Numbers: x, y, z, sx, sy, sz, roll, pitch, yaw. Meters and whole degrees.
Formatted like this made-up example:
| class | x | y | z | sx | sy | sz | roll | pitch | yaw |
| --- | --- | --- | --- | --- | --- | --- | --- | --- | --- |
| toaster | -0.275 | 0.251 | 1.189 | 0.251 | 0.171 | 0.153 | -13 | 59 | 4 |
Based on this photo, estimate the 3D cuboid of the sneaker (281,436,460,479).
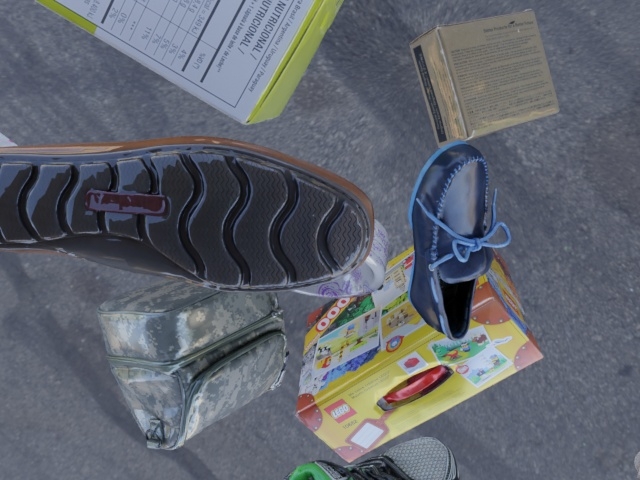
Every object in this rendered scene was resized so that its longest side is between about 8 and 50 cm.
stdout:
| class | x | y | z | sx | sy | sz | roll | pitch | yaw |
| --- | --- | --- | --- | --- | --- | --- | --- | --- | --- |
| sneaker | 0.039 | 0.297 | 0.675 | 0.134 | 0.344 | 0.146 | 19 | 116 | 42 |

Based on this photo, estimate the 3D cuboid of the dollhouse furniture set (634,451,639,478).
| class | x | y | z | sx | sy | sz | roll | pitch | yaw |
| --- | --- | --- | --- | --- | --- | --- | --- | --- | --- |
| dollhouse furniture set | 0.607 | 0.467 | 0.939 | 0.303 | 0.174 | 0.355 | 15 | 79 | 16 |

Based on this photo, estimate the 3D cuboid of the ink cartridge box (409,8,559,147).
| class | x | y | z | sx | sy | sz | roll | pitch | yaw |
| --- | --- | --- | --- | --- | --- | --- | --- | --- | --- |
| ink cartridge box | 0.291 | -0.285 | 1.102 | 0.235 | 0.088 | 0.193 | -19 | 94 | -27 |

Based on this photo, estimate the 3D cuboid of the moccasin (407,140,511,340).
| class | x | y | z | sx | sy | sz | roll | pitch | yaw |
| --- | --- | --- | --- | --- | --- | --- | --- | --- | --- |
| moccasin | 0.210 | 0.012 | 0.920 | 0.138 | 0.117 | 0.342 | -24 | 137 | -14 |

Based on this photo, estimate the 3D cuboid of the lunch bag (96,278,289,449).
| class | x | y | z | sx | sy | sz | roll | pitch | yaw |
| --- | --- | --- | --- | --- | --- | --- | --- | --- | --- |
| lunch bag | -0.204 | 0.194 | 1.112 | 0.213 | 0.305 | 0.255 | -1 | 103 | 36 |

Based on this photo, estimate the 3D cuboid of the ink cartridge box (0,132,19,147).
| class | x | y | z | sx | sy | sz | roll | pitch | yaw |
| --- | --- | --- | --- | --- | --- | --- | --- | --- | --- |
| ink cartridge box | -0.589 | -0.127 | 1.173 | 0.181 | 0.062 | 0.104 | 32 | 133 | 23 |

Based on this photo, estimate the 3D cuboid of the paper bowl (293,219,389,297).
| class | x | y | z | sx | sy | sz | roll | pitch | yaw |
| --- | --- | --- | --- | --- | --- | --- | --- | --- | --- |
| paper bowl | 0.000 | 0.000 | 1.284 | 0.284 | 0.284 | 0.148 | 8 | 62 | 7 |

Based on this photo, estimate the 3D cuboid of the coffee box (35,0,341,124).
| class | x | y | z | sx | sy | sz | roll | pitch | yaw |
| --- | --- | --- | --- | --- | --- | --- | --- | --- | --- |
| coffee box | -0.121 | -0.363 | 0.719 | 0.334 | 0.337 | 0.338 | 30 | 102 | -5 |

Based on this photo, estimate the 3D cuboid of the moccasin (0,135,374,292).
| class | x | y | z | sx | sy | sz | roll | pitch | yaw |
| --- | --- | --- | --- | --- | --- | --- | --- | --- | --- |
| moccasin | -0.138 | -0.026 | 0.588 | 0.380 | 0.147 | 0.139 | -1 | 100 | 13 |

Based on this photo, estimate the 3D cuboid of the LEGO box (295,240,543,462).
| class | x | y | z | sx | sy | sz | roll | pitch | yaw |
| --- | --- | --- | --- | --- | --- | --- | --- | --- | --- |
| LEGO box | 0.203 | 0.214 | 1.442 | 0.500 | 0.372 | 0.193 | -36 | 111 | 21 |
